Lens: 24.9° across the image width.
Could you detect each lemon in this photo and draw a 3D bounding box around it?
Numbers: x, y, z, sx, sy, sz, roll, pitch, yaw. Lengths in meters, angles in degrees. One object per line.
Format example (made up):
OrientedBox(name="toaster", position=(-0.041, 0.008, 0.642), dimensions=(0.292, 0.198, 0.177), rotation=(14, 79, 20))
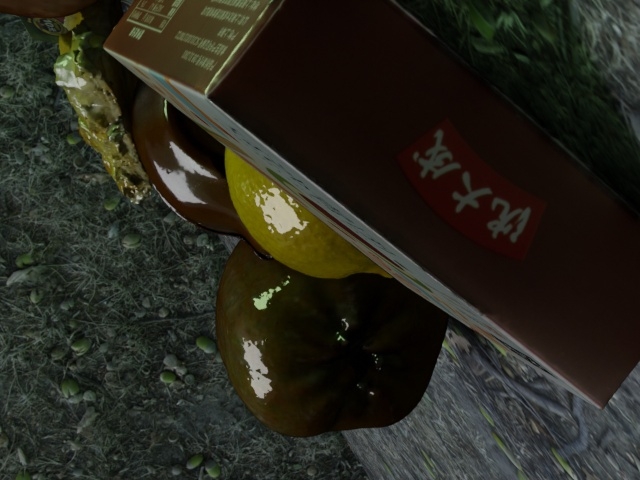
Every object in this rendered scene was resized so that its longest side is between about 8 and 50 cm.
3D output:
OrientedBox(name="lemon", position=(0.004, -0.065, 1.398), dimensions=(0.244, 0.187, 0.187), rotation=(48, 171, 1))

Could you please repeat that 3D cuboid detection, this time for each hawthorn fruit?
OrientedBox(name="hawthorn fruit", position=(0.005, 0.084, 1.704), dimensions=(0.268, 0.267, 0.301), rotation=(61, 179, -28))

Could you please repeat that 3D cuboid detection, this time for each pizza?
OrientedBox(name="pizza", position=(-0.252, -0.189, 1.604), dimensions=(0.288, 0.075, 0.280), rotation=(69, -170, -85))

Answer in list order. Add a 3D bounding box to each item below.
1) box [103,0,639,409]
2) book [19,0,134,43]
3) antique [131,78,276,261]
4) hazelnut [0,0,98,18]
OrientedBox(name="box", position=(0.036, -0.068, 1.062), dimensions=(0.344, 0.122, 0.385), rotation=(38, 179, -21))
OrientedBox(name="book", position=(-0.239, -0.292, 1.751), dimensions=(0.322, 0.018, 0.228), rotation=(9, 156, 14))
OrientedBox(name="antique", position=(-0.085, -0.118, 1.559), dimensions=(0.278, 0.223, 0.129), rotation=(63, 175, 14))
OrientedBox(name="hazelnut", position=(-0.319, -0.412, 1.490), dimensions=(0.372, 0.315, 0.373), rotation=(-171, 90, -77))
